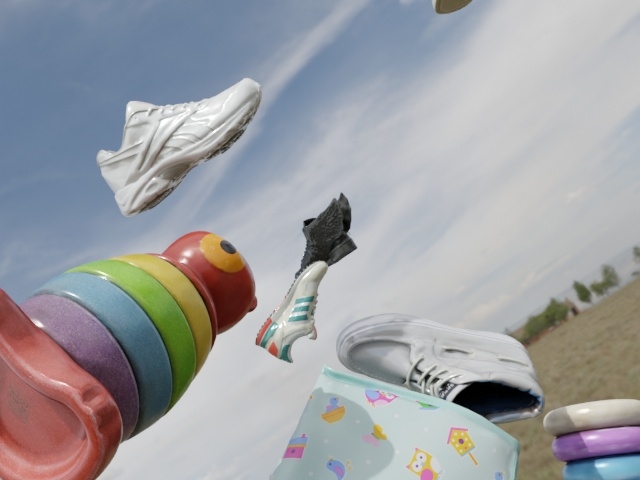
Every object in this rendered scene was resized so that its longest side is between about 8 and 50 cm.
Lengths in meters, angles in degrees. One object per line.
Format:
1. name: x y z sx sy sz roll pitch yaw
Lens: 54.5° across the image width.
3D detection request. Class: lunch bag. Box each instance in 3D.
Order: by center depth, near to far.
1. lunch bag: 0.086 0.297 0.721 0.160 0.262 0.223 83 -152 -48

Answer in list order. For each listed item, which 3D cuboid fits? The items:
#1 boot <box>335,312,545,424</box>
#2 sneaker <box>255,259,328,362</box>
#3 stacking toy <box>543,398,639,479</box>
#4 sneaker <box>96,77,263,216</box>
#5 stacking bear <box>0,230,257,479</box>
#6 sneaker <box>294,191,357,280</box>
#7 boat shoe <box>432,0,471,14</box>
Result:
1. boot: 0.147 0.162 0.779 0.258 0.095 0.123 3 18 1
2. sneaker: -0.024 0.108 0.925 0.161 0.075 0.057 -53 -11 -7
3. stacking toy: 0.396 0.384 0.810 0.141 0.330 0.141 -4 -24 -2
4. sneaker: -0.177 -0.134 0.750 0.232 0.115 0.090 -37 6 4
5. stacking bear: -0.164 0.077 0.569 0.289 0.175 0.164 -36 -18 -55
6. sneaker: -0.002 0.001 1.006 0.170 0.089 0.051 -34 -1 41
7. boat shoe: 0.258 -0.545 1.134 0.116 0.097 0.324 -15 -12 -3
